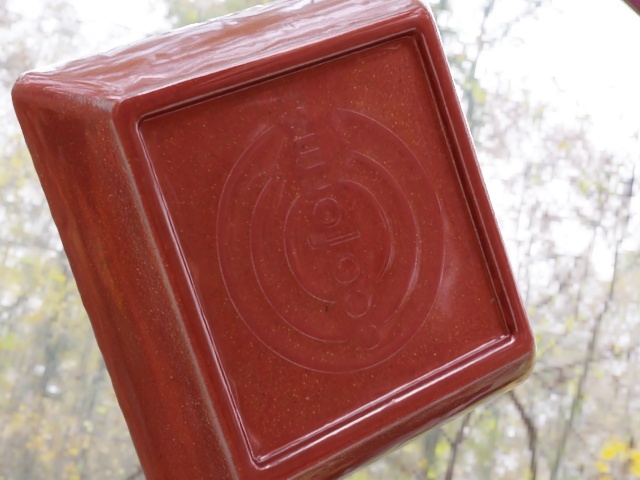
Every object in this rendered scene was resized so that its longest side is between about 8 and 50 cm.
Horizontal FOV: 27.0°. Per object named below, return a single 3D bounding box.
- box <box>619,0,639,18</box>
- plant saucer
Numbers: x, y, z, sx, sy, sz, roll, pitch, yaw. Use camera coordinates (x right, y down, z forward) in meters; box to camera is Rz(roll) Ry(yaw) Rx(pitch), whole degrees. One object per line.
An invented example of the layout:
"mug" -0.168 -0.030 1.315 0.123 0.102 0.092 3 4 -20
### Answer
"box" 0.114 -0.227 0.474 0.117 0.243 0.213 29 -69 -38
"plant saucer" 0.000 0.000 0.706 0.259 0.258 0.048 -22 7 -31
